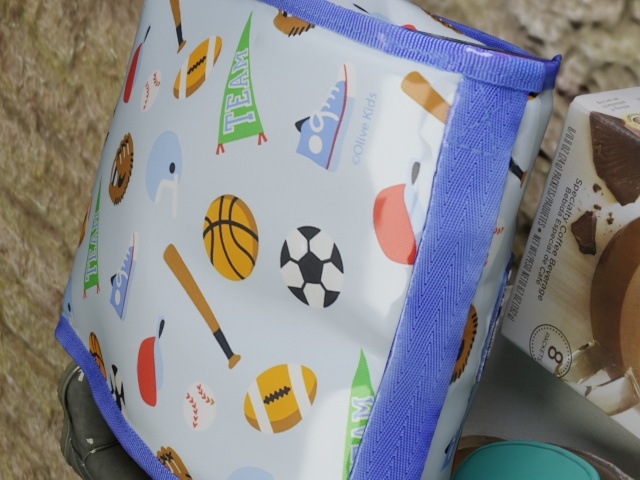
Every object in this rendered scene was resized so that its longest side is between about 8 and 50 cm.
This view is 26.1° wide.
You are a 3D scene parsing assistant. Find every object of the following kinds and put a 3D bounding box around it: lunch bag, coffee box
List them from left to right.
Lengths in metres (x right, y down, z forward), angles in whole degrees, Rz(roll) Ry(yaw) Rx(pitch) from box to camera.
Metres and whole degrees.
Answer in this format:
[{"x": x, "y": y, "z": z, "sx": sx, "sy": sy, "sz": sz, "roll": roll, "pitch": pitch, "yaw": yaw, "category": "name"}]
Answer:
[{"x": 0.000, "y": 0.000, "z": 0.890, "sx": 0.385, "sy": 0.239, "sz": 0.328, "roll": -141, "pitch": 63, "yaw": -63, "category": "lunch bag"}, {"x": 0.259, "y": 0.050, "z": 0.768, "sx": 0.297, "sy": 0.119, "sz": 0.168, "roll": 38, "pitch": 127, "yaw": 38, "category": "coffee box"}]

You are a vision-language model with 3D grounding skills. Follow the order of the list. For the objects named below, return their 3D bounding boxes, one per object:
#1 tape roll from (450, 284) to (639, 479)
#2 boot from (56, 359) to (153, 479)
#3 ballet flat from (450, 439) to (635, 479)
[{"x": 0.154, "y": 0.230, "z": 0.979, "sx": 0.392, "sy": 0.072, "sz": 0.392, "roll": 17, "pitch": 113, "yaw": 47, "category": "tape roll"}, {"x": -0.191, "y": 0.236, "z": 1.389, "sx": 0.208, "sy": 0.076, "sz": 0.190, "roll": 52, "pitch": 149, "yaw": 38, "category": "boot"}, {"x": 0.178, "y": 0.192, "z": 0.793, "sx": 0.106, "sy": 0.107, "sz": 0.316, "roll": 41, "pitch": 168, "yaw": -18, "category": "ballet flat"}]
